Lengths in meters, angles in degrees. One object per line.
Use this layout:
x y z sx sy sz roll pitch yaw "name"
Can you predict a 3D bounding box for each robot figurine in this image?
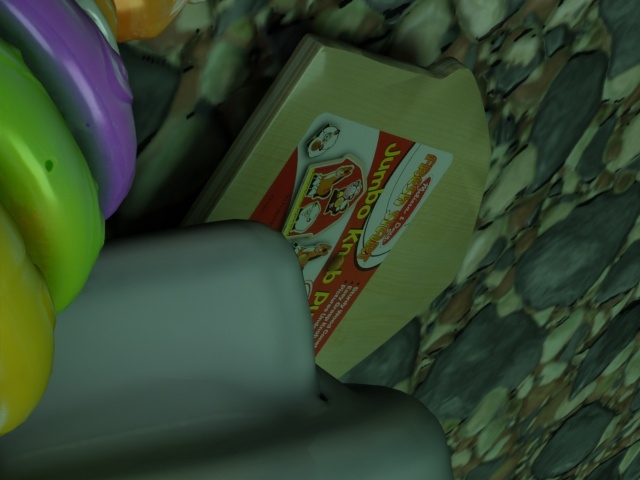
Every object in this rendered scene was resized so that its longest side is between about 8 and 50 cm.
-0.042 0.174 0.503 0.200 0.353 0.300 -10 180 -6 "robot figurine"

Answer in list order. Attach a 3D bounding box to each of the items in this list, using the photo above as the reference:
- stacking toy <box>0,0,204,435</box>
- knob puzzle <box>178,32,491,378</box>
-0.104 -0.020 0.380 0.302 0.166 0.175 -53 -174 -32 "stacking toy"
0.000 0.000 0.657 0.213 0.030 0.213 -32 146 -25 "knob puzzle"
